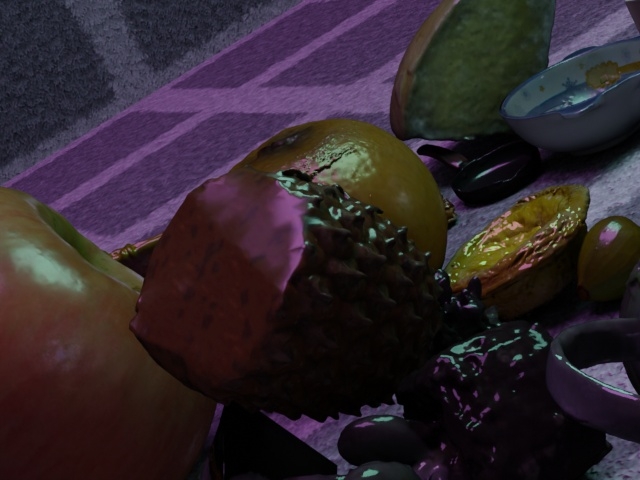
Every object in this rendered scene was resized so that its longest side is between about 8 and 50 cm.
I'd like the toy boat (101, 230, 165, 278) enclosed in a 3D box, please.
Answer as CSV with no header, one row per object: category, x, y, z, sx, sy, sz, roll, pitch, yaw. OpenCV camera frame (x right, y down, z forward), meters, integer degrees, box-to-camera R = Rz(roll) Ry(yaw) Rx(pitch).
toy boat,-0.164,-0.013,2.192,0.318,0.099,0.141,-33,-20,-45

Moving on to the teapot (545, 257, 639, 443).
teapot,0.276,0.093,1.021,0.270,0.200,0.337,3,16,-2

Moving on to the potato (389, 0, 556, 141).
potato,0.187,-0.264,2.070,0.189,0.264,0.211,5,18,-7

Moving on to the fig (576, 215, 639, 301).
fig,0.270,0.022,1.497,0.088,0.074,0.074,-48,21,-12

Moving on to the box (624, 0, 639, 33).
box,0.465,-0.225,1.686,0.251,0.203,0.106,-38,19,-28

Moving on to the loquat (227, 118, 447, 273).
loquat,0.000,0.000,1.652,0.263,0.263,0.263,-25,17,8

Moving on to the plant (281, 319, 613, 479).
plant,0.074,0.177,1.208,0.274,0.146,0.149,-34,-24,-15

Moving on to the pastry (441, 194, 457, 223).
pastry,0.080,-0.025,1.936,0.169,0.063,0.087,-20,16,27

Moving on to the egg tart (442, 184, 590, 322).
egg tart,0.198,0.020,1.576,0.191,0.074,0.191,-35,8,6

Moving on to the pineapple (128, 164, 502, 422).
pineapple,0.033,0.071,1.345,0.202,0.362,0.202,-20,60,38

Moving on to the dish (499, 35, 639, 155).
dish,0.330,-0.159,1.901,0.227,0.086,0.236,-12,22,39

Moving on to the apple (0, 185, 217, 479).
apple,-0.309,0.140,1.518,0.346,0.391,0.391,-52,20,-4

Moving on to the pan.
pan,0.187,-0.088,1.988,0.115,0.040,0.212,-36,26,-22

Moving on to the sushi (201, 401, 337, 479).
sushi,-0.072,0.264,1.278,0.109,0.134,0.273,-36,28,29
